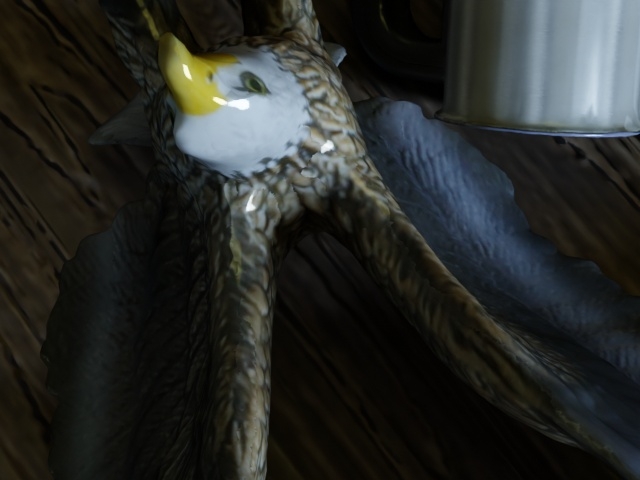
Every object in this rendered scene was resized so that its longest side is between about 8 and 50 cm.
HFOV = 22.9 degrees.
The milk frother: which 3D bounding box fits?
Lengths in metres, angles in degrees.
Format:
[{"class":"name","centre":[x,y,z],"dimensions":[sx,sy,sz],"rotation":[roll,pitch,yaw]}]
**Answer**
[{"class":"milk frother","centre":[0.097,-0.117,0.640],"dimensions":[0.143,0.129,0.134],"rotation":[-6,105,-41]}]

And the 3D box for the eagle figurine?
[{"class":"eagle figurine","centre":[-0.005,0.000,0.486],"dimensions":[0.225,0.226,0.298],"rotation":[-5,71,-49]}]
